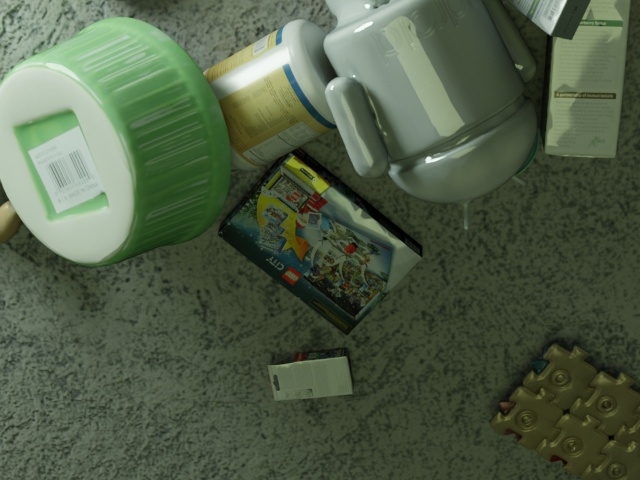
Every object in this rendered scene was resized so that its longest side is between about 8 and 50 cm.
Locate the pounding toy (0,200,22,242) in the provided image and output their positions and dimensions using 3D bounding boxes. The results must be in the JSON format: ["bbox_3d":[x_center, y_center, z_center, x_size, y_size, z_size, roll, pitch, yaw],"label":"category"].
[{"bbox_3d":[-0.481,-0.122,1.938,0.269,0.155,0.154,38,115,-12],"label":"pounding toy"}]

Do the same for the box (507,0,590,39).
[{"bbox_3d":[0.269,-0.344,1.778,0.038,0.186,0.145,7,118,-33],"label":"box"}]

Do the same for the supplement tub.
[{"bbox_3d":[-0.070,-0.176,1.886,0.200,0.144,0.144,-26,109,23],"label":"supplement tub"}]

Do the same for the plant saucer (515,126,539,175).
[{"bbox_3d":[0.228,-0.136,1.956,0.119,0.021,0.119,2,114,4],"label":"plant saucer"}]

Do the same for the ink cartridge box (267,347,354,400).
[{"bbox_3d":[-0.013,0.191,2.112,0.115,0.029,0.062,-6,113,8],"label":"ink cartridge box"}]

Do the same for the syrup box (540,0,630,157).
[{"bbox_3d":[0.333,-0.231,1.868,0.096,0.093,0.236,3,113,3],"label":"syrup box"}]

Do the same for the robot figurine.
[{"bbox_3d":[0.137,-0.193,1.824,0.300,0.200,0.353,-33,101,-23],"label":"robot figurine"}]

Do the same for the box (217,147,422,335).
[{"bbox_3d":[0.000,0.000,2.019,0.233,0.044,0.159,39,110,-12],"label":"box"}]

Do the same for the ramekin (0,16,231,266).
[{"bbox_3d":[-0.271,-0.114,1.854,0.303,0.148,0.303,19,122,34],"label":"ramekin"}]

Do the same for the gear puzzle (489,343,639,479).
[{"bbox_3d":[0.420,0.272,2.114,0.339,0.044,0.175,31,110,-12],"label":"gear puzzle"}]
